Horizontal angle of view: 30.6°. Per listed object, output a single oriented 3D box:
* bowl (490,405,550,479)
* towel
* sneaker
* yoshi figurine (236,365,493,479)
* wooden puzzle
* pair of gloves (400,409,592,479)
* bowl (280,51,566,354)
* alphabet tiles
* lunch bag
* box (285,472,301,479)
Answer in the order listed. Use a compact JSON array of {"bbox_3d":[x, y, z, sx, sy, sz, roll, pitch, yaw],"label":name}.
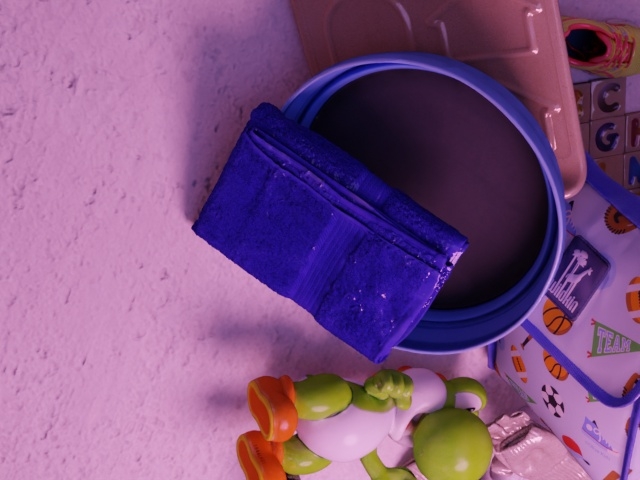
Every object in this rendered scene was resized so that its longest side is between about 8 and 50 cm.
[{"bbox_3d":[0.344,0.331,1.791,0.142,0.053,0.142,15,103,-22],"label":"bowl"},{"bbox_3d":[0.000,0.000,1.421,0.308,0.076,0.227,35,125,7],"label":"towel"},{"bbox_3d":[0.374,-0.254,1.558,0.208,0.094,0.081,2,107,-21],"label":"sneaker"},{"bbox_3d":[0.086,0.263,1.561,0.362,0.203,0.203,-4,79,-26],"label":"yoshi figurine"},{"bbox_3d":[0.147,-0.213,1.437,0.322,0.080,0.348,-4,113,24],"label":"wooden puzzle"},{"bbox_3d":[0.262,0.351,1.721,0.240,0.042,0.204,-30,122,23],"label":"pair of gloves"},{"bbox_3d":[0.113,-0.047,1.432,0.391,0.077,0.391,13,121,22],"label":"bowl"},{"bbox_3d":[0.356,-0.058,1.672,0.285,0.011,0.342,-10,112,-15],"label":"alphabet tiles"},{"bbox_3d":[0.374,0.106,1.504,0.239,0.328,0.385,-22,136,-19],"label":"lunch bag"},{"bbox_3d":[-0.036,0.374,1.628,0.027,0.137,0.094,-9,112,-9],"label":"box"}]
